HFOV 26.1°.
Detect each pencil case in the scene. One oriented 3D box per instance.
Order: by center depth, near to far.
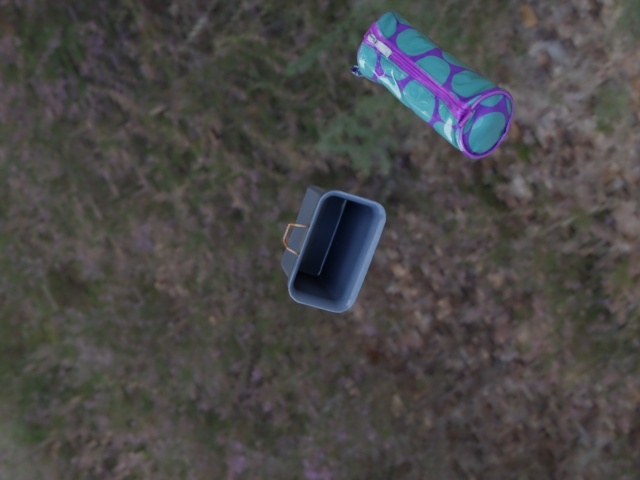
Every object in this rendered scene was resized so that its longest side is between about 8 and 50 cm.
[{"bbox_3d":[0.094,-0.131,1.158,0.151,0.064,0.070,42,-166,37],"label":"pencil case"}]

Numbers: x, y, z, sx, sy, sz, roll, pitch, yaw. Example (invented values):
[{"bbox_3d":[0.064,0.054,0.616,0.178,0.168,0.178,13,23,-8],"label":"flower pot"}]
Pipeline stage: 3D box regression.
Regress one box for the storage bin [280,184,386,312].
[{"bbox_3d":[0.000,0.000,1.580,0.135,0.098,0.091,-70,23,9],"label":"storage bin"}]
